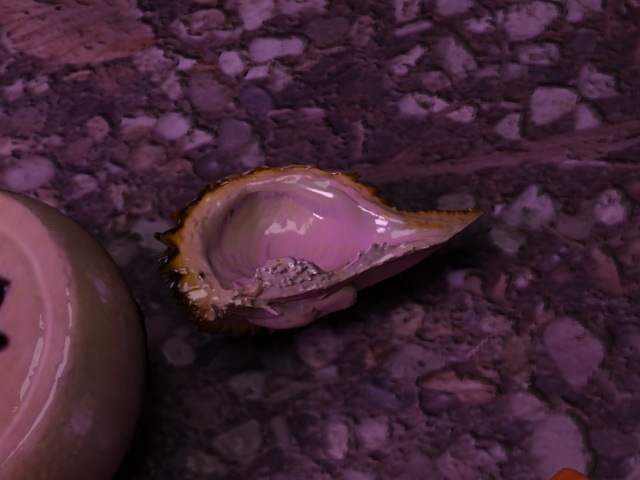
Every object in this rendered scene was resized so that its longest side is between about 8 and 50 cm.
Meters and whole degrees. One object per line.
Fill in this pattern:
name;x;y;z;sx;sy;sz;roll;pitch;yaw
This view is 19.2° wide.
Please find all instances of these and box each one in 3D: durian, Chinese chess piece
durian;0.001;0.012;1.287;0.224;0.078;0.140;-6;41;-3
Chinese chess piece;-0.238;0.090;1.237;0.257;0.104;0.257;-11;61;20

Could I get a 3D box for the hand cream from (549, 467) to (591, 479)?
hand cream;0.062;0.268;1.087;0.140;0.089;0.314;34;76;34
